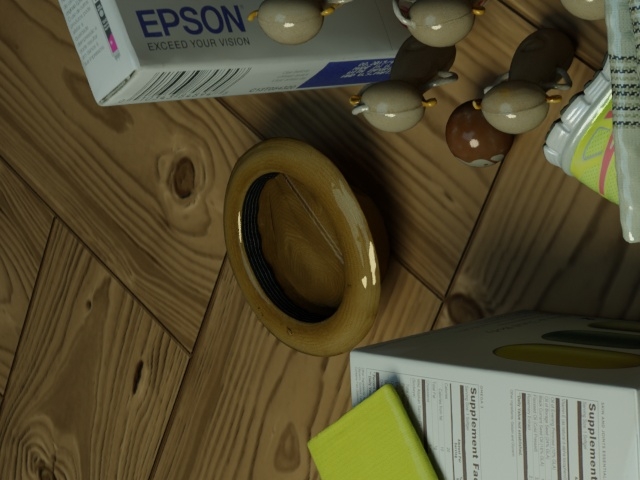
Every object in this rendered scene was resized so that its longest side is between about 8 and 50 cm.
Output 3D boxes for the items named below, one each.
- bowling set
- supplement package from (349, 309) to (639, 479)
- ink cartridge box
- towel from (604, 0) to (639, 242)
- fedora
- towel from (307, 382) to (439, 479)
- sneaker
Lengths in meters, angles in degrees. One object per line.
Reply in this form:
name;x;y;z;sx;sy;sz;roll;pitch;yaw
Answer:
bowling set;0.112;-0.123;1.326;0.287;0.154;0.200;-2;119;24
supplement package;0.185;0.168;1.292;0.263;0.199;0.198;4;101;47
ink cartridge box;-0.085;-0.271;1.409;0.071;0.324;0.330;-32;75;45
towel;0.319;-0.124;1.055;0.056;0.312;0.324;-167;69;-81
fedora;0.000;0.000;1.551;0.194;0.079;0.194;16;114;40
towel;0.071;0.225;1.266;0.102;0.021;0.237;-40;68;39
sneaker;0.245;-0.105;1.276;0.094;0.081;0.208;49;136;21
